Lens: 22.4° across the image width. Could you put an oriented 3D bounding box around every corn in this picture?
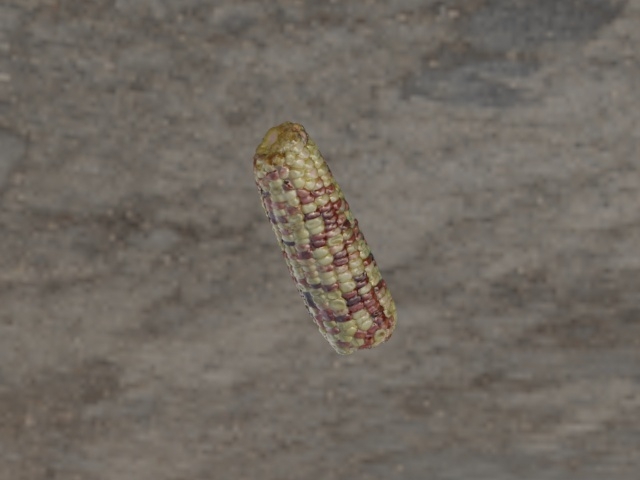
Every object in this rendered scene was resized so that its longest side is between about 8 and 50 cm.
[{"bbox_3d":[0.000,0.000,1.606,0.086,0.086,0.253,-9,119,30],"label":"corn"}]
